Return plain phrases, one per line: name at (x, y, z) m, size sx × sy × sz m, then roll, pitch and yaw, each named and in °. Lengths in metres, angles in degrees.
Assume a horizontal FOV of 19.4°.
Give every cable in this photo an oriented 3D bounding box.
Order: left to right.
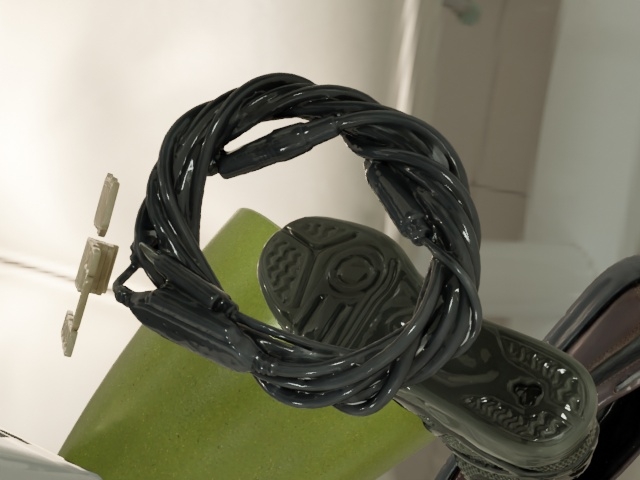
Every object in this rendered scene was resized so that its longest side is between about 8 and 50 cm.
cable at (0.000, 0.000, 0.878) m, size 0.184 × 0.047 × 0.150 m, roll 22°, pitch 72°, yaw 25°

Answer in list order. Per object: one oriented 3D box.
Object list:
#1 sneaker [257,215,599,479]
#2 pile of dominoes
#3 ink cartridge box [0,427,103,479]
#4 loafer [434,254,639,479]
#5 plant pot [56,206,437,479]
sneaker at (0.062, 0.074, 1.082) m, size 0.227 × 0.130 × 0.087 m, roll 29°, pitch 71°, yaw 25°
pile of dominoes at (-0.242, 0.026, 2.076) m, size 0.251 × 0.040 × 0.196 m, roll -157°, pitch 84°, yaw -80°
ink cartridge box at (-0.278, 0.081, 0.739) m, size 0.307 × 0.223 × 0.129 m, roll 22°, pitch 88°, yaw 24°
loafer at (0.167, 0.151, 1.301) m, size 0.302 × 0.109 × 0.095 m, roll -58°, pitch 46°, yaw 21°
plant pot at (-0.094, 0.168, 1.670) m, size 0.293 × 0.275 × 0.275 m, roll -40°, pitch 58°, yaw -11°
